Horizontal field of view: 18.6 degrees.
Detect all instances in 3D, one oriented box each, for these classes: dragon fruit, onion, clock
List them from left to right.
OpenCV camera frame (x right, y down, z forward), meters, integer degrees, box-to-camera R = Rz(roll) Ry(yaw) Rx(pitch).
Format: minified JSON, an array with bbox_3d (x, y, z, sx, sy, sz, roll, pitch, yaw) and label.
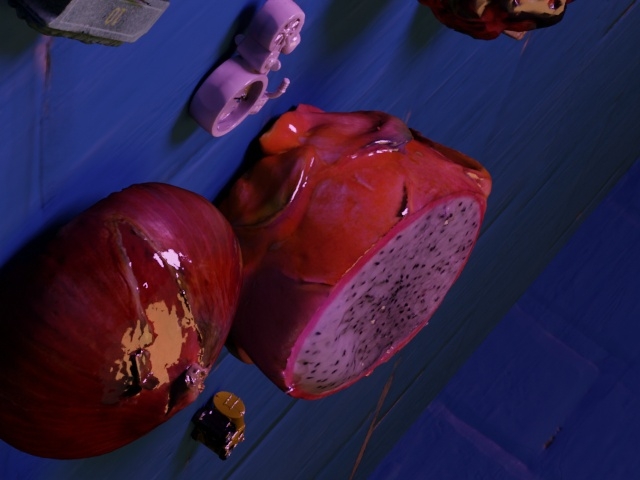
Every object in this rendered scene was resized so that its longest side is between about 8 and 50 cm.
[{"bbox_3d":[-0.156,0.068,1.493,0.248,0.161,0.248,-34,177,-2],"label":"onion"},{"bbox_3d":[-0.052,-0.140,1.550,0.129,0.041,0.087,-54,165,26],"label":"clock"},{"bbox_3d":[0.000,0.000,1.824,0.290,0.189,0.290,-43,158,-22],"label":"dragon fruit"},{"bbox_3d":[0.159,-0.267,1.699,0.188,0.182,0.182,-53,168,0],"label":"dragon fruit"}]

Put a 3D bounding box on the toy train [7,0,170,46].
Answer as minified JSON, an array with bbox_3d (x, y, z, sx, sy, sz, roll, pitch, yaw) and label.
[{"bbox_3d":[-0.129,-0.161,1.153,0.099,0.070,0.172,-49,170,11],"label":"toy train"}]

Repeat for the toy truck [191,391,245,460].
[{"bbox_3d":[-0.113,0.212,2.245,0.054,0.049,0.083,-50,166,-24],"label":"toy truck"}]

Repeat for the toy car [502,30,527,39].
[{"bbox_3d":[0.225,-0.326,1.933,0.256,0.101,0.124,-55,166,10],"label":"toy car"}]
